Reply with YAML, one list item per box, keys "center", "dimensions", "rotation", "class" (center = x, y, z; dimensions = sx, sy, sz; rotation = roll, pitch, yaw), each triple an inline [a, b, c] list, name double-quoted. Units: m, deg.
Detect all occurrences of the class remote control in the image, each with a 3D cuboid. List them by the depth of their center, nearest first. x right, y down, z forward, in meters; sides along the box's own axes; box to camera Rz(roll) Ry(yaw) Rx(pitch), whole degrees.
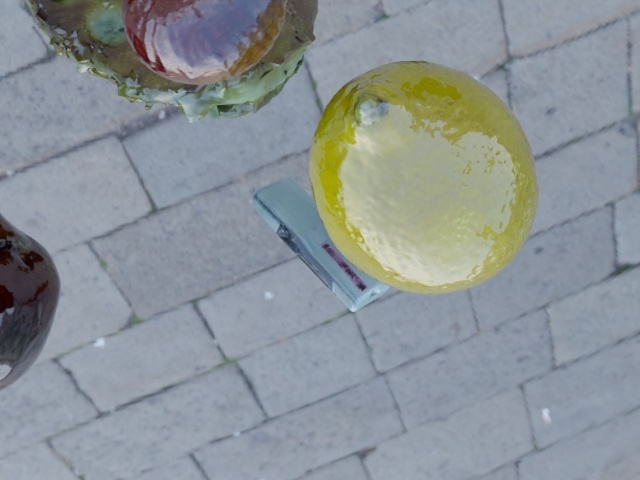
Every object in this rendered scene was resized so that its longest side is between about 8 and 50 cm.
- center: [0.000, 0.000, 1.026]
  dimensions: [0.065, 0.166, 0.029]
  rotation: [-28, 157, -42]
  class: "remote control"

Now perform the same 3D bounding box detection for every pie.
- center: [-0.147, -0.254, 1.049]
  dimensions: [0.288, 0.354, 0.103]
  rotation: [25, 139, 8]
  class: "pie"

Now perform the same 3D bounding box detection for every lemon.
- center: [0.086, -0.052, 0.817]
  dimensions: [0.187, 0.187, 0.244]
  rotation: [-33, 135, 9]
  class: "lemon"

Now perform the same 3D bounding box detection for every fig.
- center: [-0.079, -0.169, 0.678]
  dimensions: [0.119, 0.153, 0.119]
  rotation: [0, 104, -1]
  class: "fig"

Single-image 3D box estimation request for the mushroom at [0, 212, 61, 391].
- center: [-0.414, 0.047, 0.879]
  dimensions: [0.260, 0.345, 0.345]
  rotation: [-18, 146, 37]
  class: "mushroom"
